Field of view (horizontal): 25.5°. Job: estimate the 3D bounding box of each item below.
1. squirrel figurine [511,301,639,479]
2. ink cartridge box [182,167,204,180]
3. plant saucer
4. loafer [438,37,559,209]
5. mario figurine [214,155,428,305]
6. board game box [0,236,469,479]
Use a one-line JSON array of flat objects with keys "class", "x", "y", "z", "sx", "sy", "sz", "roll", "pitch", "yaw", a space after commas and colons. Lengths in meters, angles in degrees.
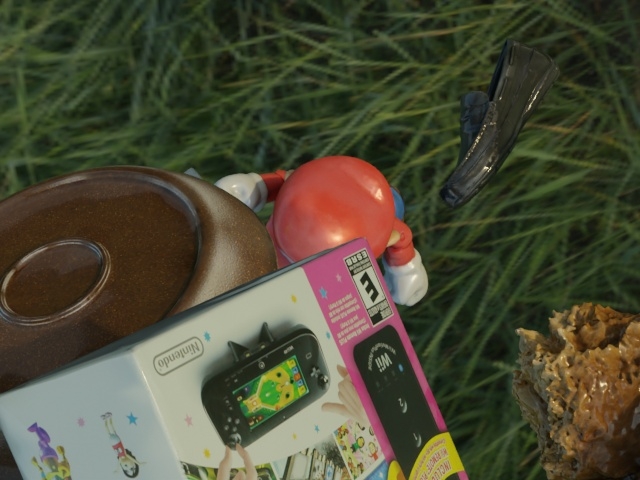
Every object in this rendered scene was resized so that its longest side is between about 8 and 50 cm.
[{"class": "squirrel figurine", "x": 0.325, "y": 0.240, "z": 1.289, "sx": 0.370, "sy": 0.281, "sz": 0.397, "roll": -38, "pitch": 53, "yaw": 25}, {"class": "ink cartridge box", "x": -0.105, "y": 0.034, "z": 1.569, "sx": 0.087, "sy": 0.153, "sz": 0.208, "roll": -38, "pitch": 113, "yaw": -3}, {"class": "plant saucer", "x": -0.185, "y": 0.043, "z": 1.017, "sx": 0.310, "sy": 0.311, "sz": 0.050, "roll": 12, "pitch": 139, "yaw": 33}, {"class": "loafer", "x": 0.184, "y": -0.130, "z": 1.565, "sx": 0.078, "sy": 0.223, "sz": 0.076, "roll": 34, "pitch": 157, "yaw": -1}, {"class": "mario figurine", "x": 0.000, "y": 0.000, "z": 1.445, "sx": 0.198, "sy": 0.320, "sz": 0.170, "roll": -8, "pitch": 94, "yaw": 9}, {"class": "board game box", "x": -0.002, "y": 0.172, "z": 0.681, "sx": 0.097, "sy": 0.224, "sz": 0.303, "roll": -21, "pitch": 92, "yaw": 31}]
